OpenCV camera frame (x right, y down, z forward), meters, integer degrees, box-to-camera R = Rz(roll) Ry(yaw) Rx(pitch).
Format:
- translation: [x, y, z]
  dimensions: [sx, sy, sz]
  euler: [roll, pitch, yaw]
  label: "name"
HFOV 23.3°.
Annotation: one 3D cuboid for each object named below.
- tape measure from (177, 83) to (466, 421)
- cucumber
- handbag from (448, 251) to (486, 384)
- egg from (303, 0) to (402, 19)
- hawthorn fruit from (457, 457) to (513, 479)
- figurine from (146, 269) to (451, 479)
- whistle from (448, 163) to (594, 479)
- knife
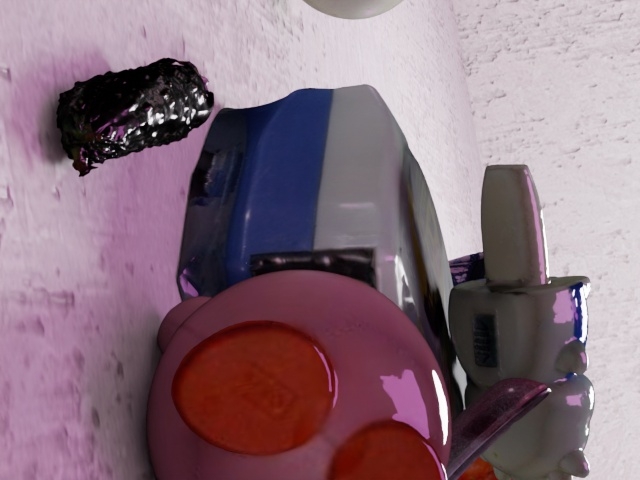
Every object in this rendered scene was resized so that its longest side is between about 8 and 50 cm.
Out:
- translation: [0.014, 0.040, 1.089]
  dimensions: [0.259, 0.138, 0.262]
  euler: [-80, 157, -57]
  label: "tape measure"
- translation: [-0.101, -0.070, 0.837]
  dimensions: [0.181, 0.053, 0.053]
  euler: [-47, 126, -75]
  label: "cucumber"
- translation: [0.106, 0.088, 1.311]
  dimensions: [0.229, 0.207, 0.127]
  euler: [-76, 149, -59]
  label: "handbag"
- translation: [0.024, -0.300, 1.403]
  dimensions: [0.151, 0.151, 0.209]
  euler: [52, 28, -67]
  label: "egg"
- translation: [0.155, 0.181, 1.593]
  dimensions: [0.179, 0.179, 0.200]
  euler: [-49, 144, -76]
  label: "hawthorn fruit"
- translation: [-0.014, 0.098, 0.838]
  dimensions: [0.173, 0.173, 0.173]
  euler: [-10, 90, -79]
  label: "figurine"
- translation: [0.143, 0.067, 1.089]
  dimensions: [0.092, 0.110, 0.244]
  euler: [-9, 96, -39]
  label: "whistle"
- translation: [0.051, 0.196, 1.009]
  dimensions: [0.278, 0.053, 0.123]
  euler: [-56, 167, -2]
  label: "knife"
